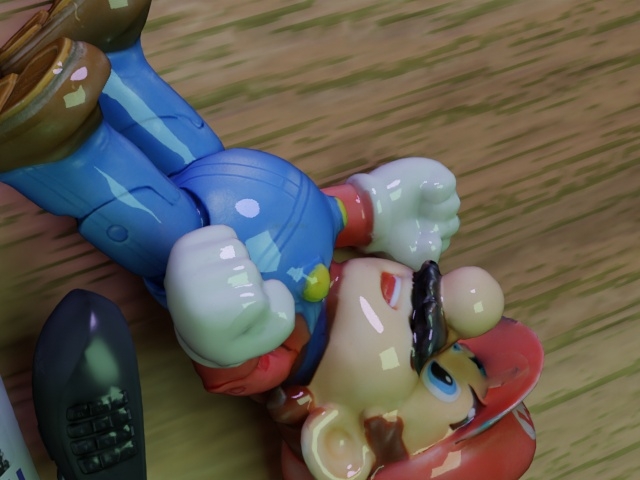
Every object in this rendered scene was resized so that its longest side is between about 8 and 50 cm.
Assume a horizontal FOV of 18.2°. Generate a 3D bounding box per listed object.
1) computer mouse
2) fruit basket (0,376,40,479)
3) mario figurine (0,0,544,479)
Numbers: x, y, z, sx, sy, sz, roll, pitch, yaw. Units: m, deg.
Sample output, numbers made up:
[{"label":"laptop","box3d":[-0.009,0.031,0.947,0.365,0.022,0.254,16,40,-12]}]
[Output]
[{"label":"computer mouse","box3d":[-0.103,0.136,0.900,0.041,0.071,0.242,-11,111,-22]},{"label":"fruit basket","box3d":[-0.224,0.080,0.755,0.327,0.165,0.353,-45,120,-50]},{"label":"mario figurine","box3d":[0.000,0.000,0.928,0.320,0.170,0.198,44,66,-23]}]
